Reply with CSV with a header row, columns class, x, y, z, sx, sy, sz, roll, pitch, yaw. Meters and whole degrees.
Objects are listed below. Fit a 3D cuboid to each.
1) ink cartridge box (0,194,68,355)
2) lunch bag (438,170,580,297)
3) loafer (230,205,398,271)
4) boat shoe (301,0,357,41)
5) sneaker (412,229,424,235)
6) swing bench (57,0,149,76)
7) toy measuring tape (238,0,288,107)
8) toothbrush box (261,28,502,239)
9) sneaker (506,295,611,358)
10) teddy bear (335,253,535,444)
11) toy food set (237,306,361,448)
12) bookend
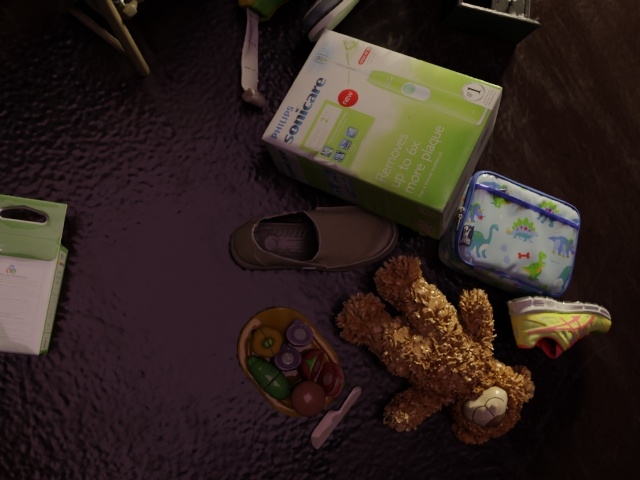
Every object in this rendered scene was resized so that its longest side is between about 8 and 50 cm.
class,x,y,z,sx,sy,sz,roll,pitch,yaw
ink cartridge box,-0.419,0.048,0.804,0.109,0.062,0.209,9,81,-12
lunch bag,0.315,-0.010,0.971,0.219,0.090,0.176,22,76,-11
loafer,0.000,0.000,0.892,0.268,0.092,0.102,-8,85,-14
boat shoe,0.048,-0.450,0.947,0.099,0.116,0.319,40,68,-13
sneaker,0.179,-0.139,0.964,0.110,0.107,0.275,10,75,8
swing bench,-0.239,-0.411,0.805,0.165,0.254,0.253,38,76,-6
toy measuring tape,-0.065,-0.378,0.911,0.121,0.121,0.330,2,85,-13
toothbrush box,0.091,-0.159,0.868,0.283,0.122,0.206,25,78,18
sneaker,0.391,0.147,0.959,0.208,0.081,0.094,8,74,-21
teddy bear,0.183,0.178,0.905,0.245,0.113,0.338,-28,90,-13
toy food set,-0.028,0.198,0.872,0.128,0.071,0.218,-42,94,-14
bookend,0.302,-0.448,1.029,0.157,0.072,0.156,9,81,-12
